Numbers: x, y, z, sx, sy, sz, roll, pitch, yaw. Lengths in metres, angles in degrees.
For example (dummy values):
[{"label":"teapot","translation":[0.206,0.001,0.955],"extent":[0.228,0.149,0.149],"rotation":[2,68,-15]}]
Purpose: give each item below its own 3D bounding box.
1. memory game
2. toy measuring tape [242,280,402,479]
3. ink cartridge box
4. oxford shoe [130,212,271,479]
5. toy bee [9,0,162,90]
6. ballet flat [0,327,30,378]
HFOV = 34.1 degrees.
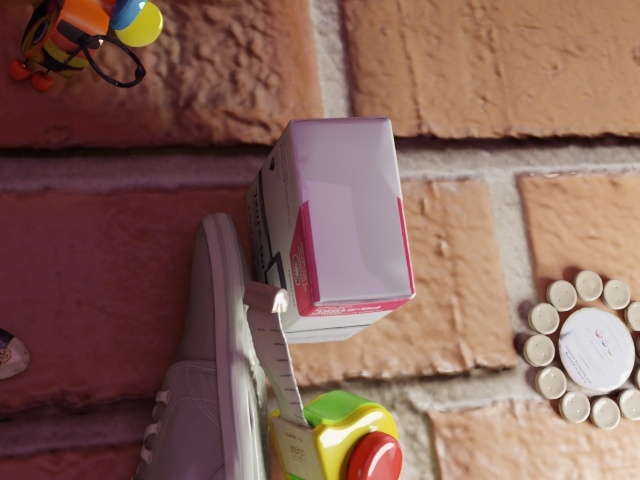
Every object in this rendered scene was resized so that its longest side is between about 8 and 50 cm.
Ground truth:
[{"label":"memory game","translation":[0.318,0.127,1.206],"extent":[0.186,0.012,0.186],"rotation":[4,75,-17]},{"label":"toy measuring tape","translation":[0.009,0.154,0.990],"extent":[0.121,0.121,0.330],"rotation":[-28,124,-22]},{"label":"ink cartridge box","translation":[0.000,0.000,1.019],"extent":[0.100,0.237,0.172],"rotation":[-4,77,-15]},{"label":"oxford shoe","translation":[-0.113,0.189,0.984],"extent":[0.130,0.169,0.449],"rotation":[-3,76,4]},{"label":"toy bee","translation":[-0.263,-0.239,1.056],"extent":[0.195,0.162,0.298],"rotation":[42,35,-19]},{"label":"ballet flat","translation":[-0.359,0.092,0.980],"extent":[0.173,0.049,0.057],"rotation":[19,72,-12]}]
